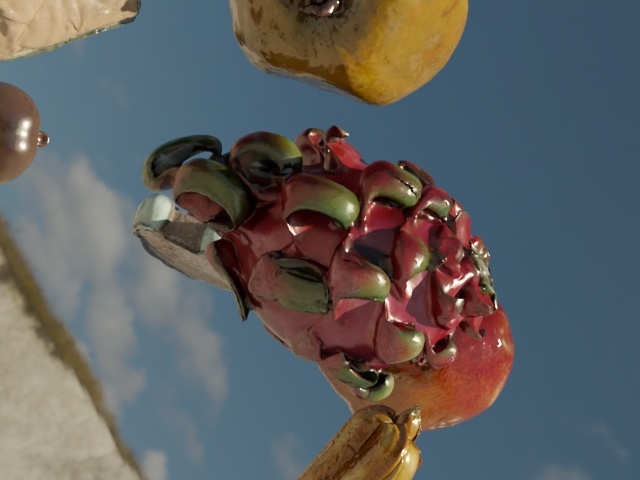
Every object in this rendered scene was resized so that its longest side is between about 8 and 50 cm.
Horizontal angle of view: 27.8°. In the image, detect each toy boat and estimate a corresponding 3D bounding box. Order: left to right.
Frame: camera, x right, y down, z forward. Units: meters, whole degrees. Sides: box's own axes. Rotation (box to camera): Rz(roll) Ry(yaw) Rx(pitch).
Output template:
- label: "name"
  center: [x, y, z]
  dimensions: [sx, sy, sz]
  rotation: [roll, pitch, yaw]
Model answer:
- label: "toy boat"
  center: [-0.146, -0.008, 1.592]
  dimensions: [0.155, 0.085, 0.227]
  rotation: [22, -13, 8]

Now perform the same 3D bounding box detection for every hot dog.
- label: "hot dog"
  center: [0.019, 0.258, 1.287]
  dimensions: [0.076, 0.249, 0.102]
  rotation: [35, 13, -35]

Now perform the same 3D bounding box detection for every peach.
- label: "peach"
  center: [0.119, 0.129, 1.597]
  dimensions: [0.243, 0.243, 0.200]
  rotation: [118, -30, -58]

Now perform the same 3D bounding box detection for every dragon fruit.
- label: "dragon fruit"
  center: [0.010, -0.002, 1.035]
  dimensions: [0.273, 0.198, 0.218]
  rotation: [49, 16, -20]

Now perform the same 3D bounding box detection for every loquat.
- label: "loquat"
  center: [0.020, -0.195, 1.019]
  dimensions: [0.187, 0.234, 0.176]
  rotation: [2, -90, 18]

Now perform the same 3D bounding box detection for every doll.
- label: "doll"
  center: [-0.474, -0.162, 1.802]
  dimensions: [0.188, 0.145, 0.096]
  rotation: [32, -15, -19]

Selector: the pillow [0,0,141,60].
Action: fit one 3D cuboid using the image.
- label: "pillow"
  center: [-0.201, -0.240, 0.889]
  dimensions: [0.043, 0.126, 0.233]
  rotation: [42, -31, 53]
